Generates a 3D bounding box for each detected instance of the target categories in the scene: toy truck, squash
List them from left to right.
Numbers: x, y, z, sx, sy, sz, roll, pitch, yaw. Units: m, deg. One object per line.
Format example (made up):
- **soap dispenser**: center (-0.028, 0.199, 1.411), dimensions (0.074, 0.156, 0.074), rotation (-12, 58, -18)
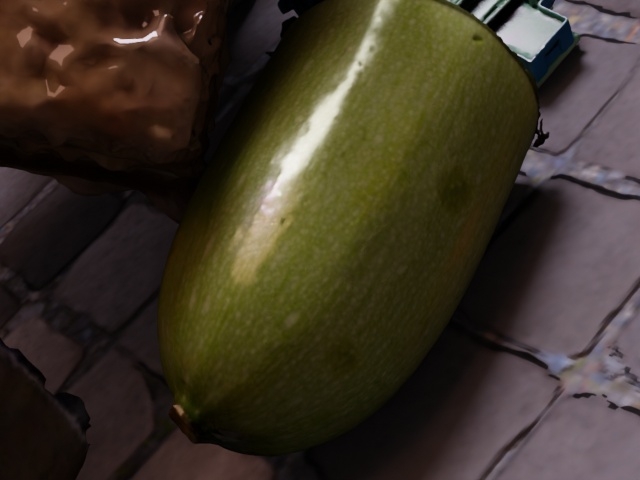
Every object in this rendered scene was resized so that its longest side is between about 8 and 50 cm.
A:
- **squash**: center (0.000, 0.000, 0.575), dimensions (0.123, 0.123, 0.186), rotation (-2, 46, 41)
- **toy truck**: center (0.050, -0.113, 0.725), dimensions (0.175, 0.081, 0.067), rotation (33, 74, 36)

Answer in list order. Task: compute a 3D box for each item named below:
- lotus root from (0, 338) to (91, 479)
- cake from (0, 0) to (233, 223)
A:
- **lotus root**: center (-0.244, 0.079, 0.590), dimensions (0.272, 0.272, 0.192), rotation (11, 67, 49)
- **cake**: center (-0.160, -0.156, 0.647), dimensions (0.290, 0.282, 0.255), rotation (145, 136, -79)
